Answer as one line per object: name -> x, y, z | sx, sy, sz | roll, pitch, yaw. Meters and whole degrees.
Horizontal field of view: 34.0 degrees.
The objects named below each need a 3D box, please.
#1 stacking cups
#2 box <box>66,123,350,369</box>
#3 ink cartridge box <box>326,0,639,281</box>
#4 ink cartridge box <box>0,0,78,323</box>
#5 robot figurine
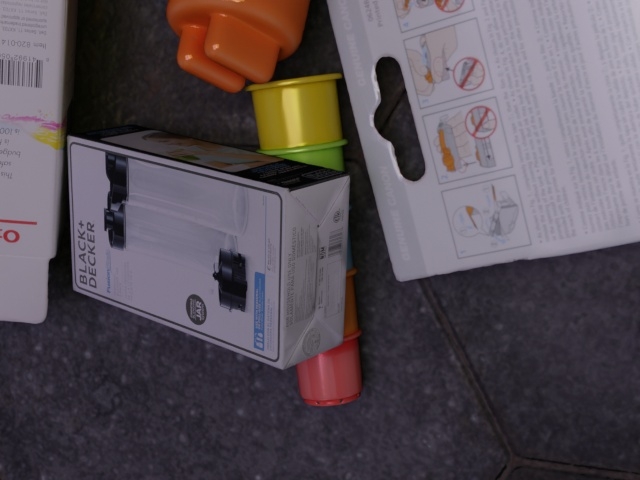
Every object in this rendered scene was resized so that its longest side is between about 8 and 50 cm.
stacking cups -> 0.000, 0.000, 1.010 | 0.096, 0.096, 0.316 | -7, 98, 19
box -> -0.114, -0.003, 0.986 | 0.290, 0.087, 0.169 | 17, 113, 37
ink cartridge box -> 0.218, -0.146, 0.927 | 0.385, 0.091, 0.308 | -12, 94, 28
ink cartridge box -> -0.355, -0.103, 1.041 | 0.207, 0.119, 0.353 | 5, 112, -9
robot figurine -> -0.065, -0.248, 0.954 | 0.128, 0.158, 0.219 | 10, 74, -1
